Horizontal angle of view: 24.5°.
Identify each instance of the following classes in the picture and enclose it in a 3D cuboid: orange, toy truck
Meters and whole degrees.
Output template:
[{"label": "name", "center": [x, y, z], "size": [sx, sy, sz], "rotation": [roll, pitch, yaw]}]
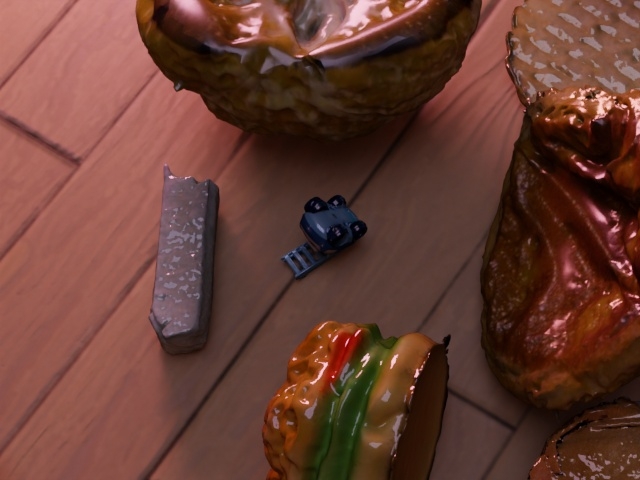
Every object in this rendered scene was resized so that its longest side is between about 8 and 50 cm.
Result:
[{"label": "orange", "center": [-0.017, -0.216, 1.591], "size": [0.368, 0.210, 0.271], "rotation": [8, 42, 6]}, {"label": "toy truck", "center": [0.000, 0.000, 1.575], "size": [0.073, 0.090, 0.056], "rotation": [-8, 52, -51]}]

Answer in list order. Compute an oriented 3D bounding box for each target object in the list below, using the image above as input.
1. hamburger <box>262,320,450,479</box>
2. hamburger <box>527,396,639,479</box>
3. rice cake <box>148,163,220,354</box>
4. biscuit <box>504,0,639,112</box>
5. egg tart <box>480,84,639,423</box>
[{"label": "hamburger", "center": [0.026, 0.184, 1.399], "size": [0.149, 0.237, 0.237], "rotation": [12, 66, 14]}, {"label": "hamburger", "center": [0.300, 0.260, 1.406], "size": [0.231, 0.107, 0.231], "rotation": [-3, 62, 6]}, {"label": "rice cake", "center": [-0.144, 0.022, 1.571], "size": [0.063, 0.069, 0.206], "rotation": [0, 62, 6]}, {"label": "biscuit", "center": [0.304, -0.222, 1.673], "size": [0.187, 0.036, 0.273], "rotation": [20, 68, 12]}, {"label": "egg tart", "center": [0.278, 0.015, 1.444], "size": [0.153, 0.351, 0.339], "rotation": [15, 82, -21]}]
